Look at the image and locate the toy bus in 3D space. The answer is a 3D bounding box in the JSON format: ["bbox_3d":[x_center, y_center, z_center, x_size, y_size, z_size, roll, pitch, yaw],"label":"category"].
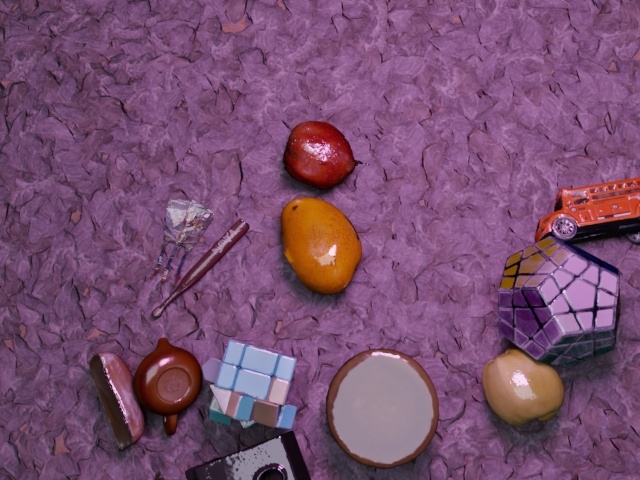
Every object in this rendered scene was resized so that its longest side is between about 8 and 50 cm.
[{"bbox_3d":[0.713,-0.067,1.726,0.329,0.143,0.153,-10,69,4],"label":"toy bus"}]

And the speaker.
[{"bbox_3d":[-0.164,0.594,1.627,0.253,0.232,0.184,-21,77,0],"label":"speaker"}]

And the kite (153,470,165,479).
[{"bbox_3d":[-0.386,0.715,1.737,0.189,0.009,0.232,-31,79,-2],"label":"kite"}]

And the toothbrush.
[{"bbox_3d":[-0.330,0.080,1.839,0.041,0.041,0.364,43,86,11],"label":"toothbrush"}]

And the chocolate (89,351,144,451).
[{"bbox_3d":[-0.519,0.408,1.752,0.083,0.161,0.262,-17,79,-35],"label":"chocolate"}]

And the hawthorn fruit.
[{"bbox_3d":[0.017,-0.226,1.799,0.235,0.181,0.181,12,81,7],"label":"hawthorn fruit"}]

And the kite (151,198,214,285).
[{"bbox_3d":[-0.395,0.001,1.871,0.141,0.015,0.245,17,78,9],"label":"kite"}]

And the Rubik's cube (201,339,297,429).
[{"bbox_3d":[-0.181,0.368,1.681,0.265,0.224,0.213,16,82,2],"label":"Rubik's cube"}]

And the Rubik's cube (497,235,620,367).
[{"bbox_3d":[0.579,0.149,1.622,0.318,0.319,0.264,28,106,10],"label":"Rubik's cube"}]

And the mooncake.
[{"bbox_3d":[0.153,0.414,1.672,0.284,0.155,0.285,-1,77,6],"label":"mooncake"}]

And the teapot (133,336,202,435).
[{"bbox_3d":[-0.401,0.382,1.754,0.178,0.135,0.252,-3,96,-25],"label":"teapot"}]

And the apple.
[{"bbox_3d":[0.491,0.361,1.639,0.199,0.200,0.200,-1,79,5],"label":"apple"}]

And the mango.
[{"bbox_3d":[0.000,0.000,1.772,0.191,0.160,0.290,-33,69,5],"label":"mango"}]
